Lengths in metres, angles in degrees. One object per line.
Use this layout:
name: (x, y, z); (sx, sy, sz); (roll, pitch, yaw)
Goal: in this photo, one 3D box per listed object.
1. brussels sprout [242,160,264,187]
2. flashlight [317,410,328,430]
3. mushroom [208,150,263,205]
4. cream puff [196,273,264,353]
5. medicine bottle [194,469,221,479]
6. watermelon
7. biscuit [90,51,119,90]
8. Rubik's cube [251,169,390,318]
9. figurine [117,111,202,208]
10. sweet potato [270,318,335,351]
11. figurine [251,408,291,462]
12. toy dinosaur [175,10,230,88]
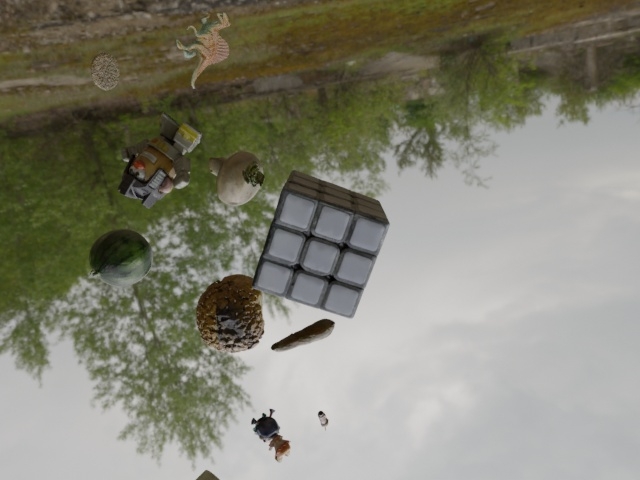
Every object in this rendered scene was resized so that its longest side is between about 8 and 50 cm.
brussels sprout: (-0.218, -0.203, 1.621); (0.058, 0.085, 0.085); (-24, -170, 16)
flashlight: (0.011, 0.642, 1.846); (0.031, 0.110, 0.052); (-15, -132, -2)
mushroom: (-0.312, -0.234, 1.835); (0.204, 0.204, 0.204); (-9, -166, 2)
cream puff: (-0.381, 0.325, 2.241); (0.343, 0.327, 0.231); (-54, -172, 3)
medicine bottle: (-0.376, 0.816, 1.407); (0.189, 0.190, 0.332); (5, -147, 45)
watermelon: (-0.650, 0.064, 1.653); (0.187, 0.188, 0.215); (3, -143, 41)
biscuit: (-0.699, -0.549, 1.666); (0.015, 0.120, 0.120); (12, -158, 22)
Rubik's cube: (0.000, 0.000, 1.476); (0.303, 0.301, 0.305); (19, -163, -6)
figurine: (-0.490, -0.236, 1.559); (0.308, 0.309, 0.143); (4, 155, 43)
sweet potato: (-0.068, 0.379, 2.025); (0.273, 0.075, 0.075); (-20, -164, -13)
figurine: (-0.189, 0.778, 2.057); (0.195, 0.102, 0.111); (42, -136, 20)
toy dinosaur: (-0.292, -0.499, 1.336); (0.142, 0.212, 0.057); (-4, -122, 0)
